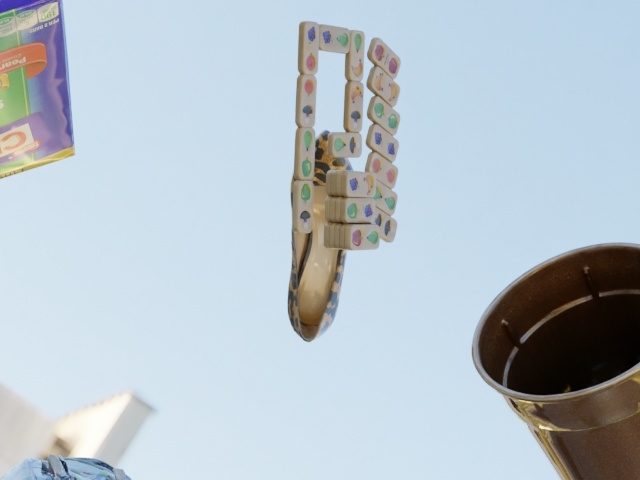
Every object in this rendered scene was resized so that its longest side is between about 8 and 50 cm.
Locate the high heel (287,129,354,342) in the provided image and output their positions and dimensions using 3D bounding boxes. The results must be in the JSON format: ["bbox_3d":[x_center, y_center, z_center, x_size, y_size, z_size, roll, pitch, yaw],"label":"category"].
[{"bbox_3d":[0.000,0.000,2.445,0.093,0.186,0.261,5,-49,1],"label":"high heel"}]

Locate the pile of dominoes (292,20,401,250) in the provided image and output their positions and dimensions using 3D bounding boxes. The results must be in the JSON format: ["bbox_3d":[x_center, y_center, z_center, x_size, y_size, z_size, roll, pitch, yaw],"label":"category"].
[{"bbox_3d":[0.045,-0.115,2.088,0.040,0.251,0.196,4,3,37],"label":"pile of dominoes"}]

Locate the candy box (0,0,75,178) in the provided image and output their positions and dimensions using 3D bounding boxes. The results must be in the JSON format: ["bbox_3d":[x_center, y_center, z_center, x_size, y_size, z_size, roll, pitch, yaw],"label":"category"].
[{"bbox_3d":[-0.389,-0.158,1.812,0.317,0.268,0.122,103,-35,-66],"label":"candy box"}]

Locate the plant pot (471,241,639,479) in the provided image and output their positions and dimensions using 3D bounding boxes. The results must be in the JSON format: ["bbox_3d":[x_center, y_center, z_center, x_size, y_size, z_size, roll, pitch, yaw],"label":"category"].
[{"bbox_3d":[0.218,0.116,1.379,0.167,0.167,0.165,8,-43,43],"label":"plant pot"}]

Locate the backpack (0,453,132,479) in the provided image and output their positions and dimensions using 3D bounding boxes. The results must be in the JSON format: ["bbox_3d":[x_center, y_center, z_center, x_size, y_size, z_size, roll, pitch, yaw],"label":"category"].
[{"bbox_3d":[-0.273,0.358,1.829,0.273,0.290,0.355,43,-6,-30],"label":"backpack"}]
